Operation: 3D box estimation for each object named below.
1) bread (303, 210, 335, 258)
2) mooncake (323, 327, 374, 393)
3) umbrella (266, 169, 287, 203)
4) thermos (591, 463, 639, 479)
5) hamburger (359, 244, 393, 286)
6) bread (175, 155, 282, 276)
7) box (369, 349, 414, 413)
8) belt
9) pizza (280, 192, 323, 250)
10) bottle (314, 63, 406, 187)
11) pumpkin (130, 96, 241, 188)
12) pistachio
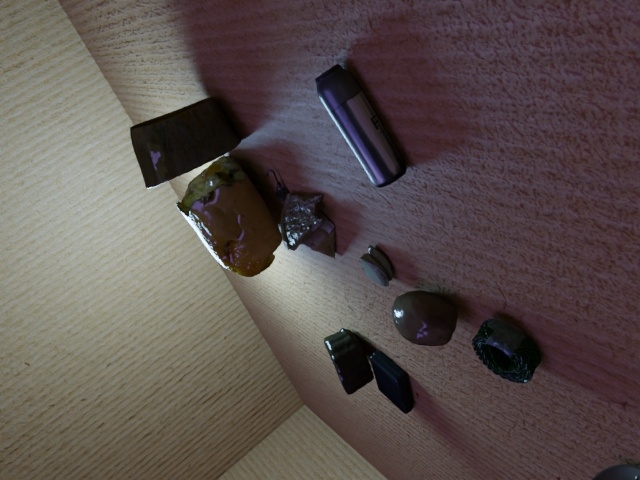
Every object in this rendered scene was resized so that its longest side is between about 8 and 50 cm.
[{"bbox_3d":[0.016,-0.015,1.821,0.077,0.105,0.152,43,-170,26],"label":"bread"},{"bbox_3d":[0.104,0.429,2.196,0.228,0.124,0.228,64,178,5],"label":"mooncake"},{"bbox_3d":[-0.101,-0.108,1.906,0.044,0.044,0.269,-9,124,26],"label":"umbrella"},{"bbox_3d":[0.663,0.584,1.197,0.176,0.146,0.265,-25,112,45],"label":"thermos"},{"bbox_3d":[0.156,0.078,1.615,0.084,0.054,0.121,35,157,34],"label":"hamburger"},{"bbox_3d":[-0.307,-0.059,2.092,0.394,0.250,0.361,62,170,-24],"label":"bread"},{"bbox_3d":[0.249,0.494,2.124,0.160,0.050,0.230,37,155,40],"label":"box"},{"bbox_3d":[0.393,0.225,1.283,0.151,0.079,0.121,44,152,-8],"label":"belt"},{"bbox_3d":[-0.059,-0.061,1.754,0.262,0.034,0.181,-6,75,62],"label":"pizza"},{"bbox_3d":[0.081,-0.228,1.217,0.254,0.079,0.096,56,-161,-12],"label":"bottle"},{"bbox_3d":[-0.437,-0.316,1.895,0.199,0.332,0.332,62,159,-18],"label":"pumpkin"},{"bbox_3d":[0.244,0.183,1.458,0.136,0.135,0.226,58,170,-15],"label":"pistachio"}]
